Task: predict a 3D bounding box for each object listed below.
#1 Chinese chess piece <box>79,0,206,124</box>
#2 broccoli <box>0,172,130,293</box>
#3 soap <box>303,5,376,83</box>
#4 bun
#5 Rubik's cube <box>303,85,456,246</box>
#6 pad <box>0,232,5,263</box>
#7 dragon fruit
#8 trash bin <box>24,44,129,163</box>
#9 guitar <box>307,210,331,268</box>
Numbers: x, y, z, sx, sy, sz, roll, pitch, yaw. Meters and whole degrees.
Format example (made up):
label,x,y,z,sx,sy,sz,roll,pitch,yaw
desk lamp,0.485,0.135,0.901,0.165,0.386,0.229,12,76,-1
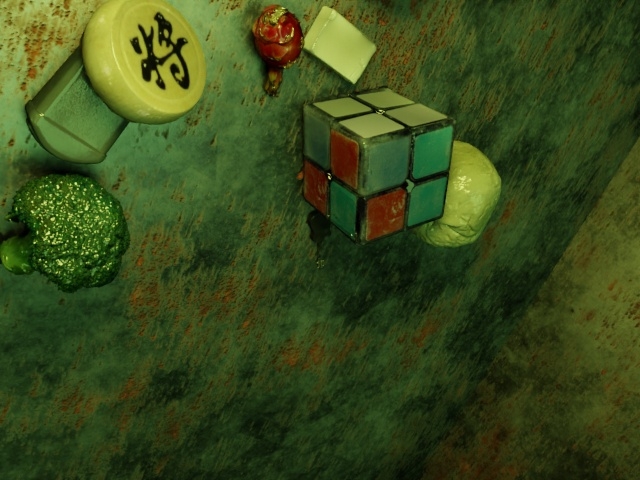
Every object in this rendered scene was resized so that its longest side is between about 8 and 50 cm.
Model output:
label,x,y,z,sx,sy,sz,roll,pitch,yaw
Chinese chess piece,-0.354,-0.367,1.095,0.257,0.104,0.258,7,82,-54
broccoli,-0.572,-0.004,1.179,0.297,0.298,0.298,-24,134,7
soap,0.053,-0.510,1.404,0.183,0.064,0.122,22,106,-43
bun,0.394,-0.138,1.719,0.227,0.352,0.349,-22,105,-36
Rubik's cube,0.153,-0.218,1.501,0.316,0.313,0.319,-19,128,-25
pad,-0.819,-0.038,1.138,0.202,0.005,0.300,-24,131,-21
dragon fruit,-0.108,-0.452,1.300,0.125,0.125,0.246,-31,149,-33
trash bin,-0.501,-0.280,1.138,0.236,0.101,0.176,-51,133,2
guitar,0.000,0.000,1.743,0.088,0.025,0.234,-20,129,-26
